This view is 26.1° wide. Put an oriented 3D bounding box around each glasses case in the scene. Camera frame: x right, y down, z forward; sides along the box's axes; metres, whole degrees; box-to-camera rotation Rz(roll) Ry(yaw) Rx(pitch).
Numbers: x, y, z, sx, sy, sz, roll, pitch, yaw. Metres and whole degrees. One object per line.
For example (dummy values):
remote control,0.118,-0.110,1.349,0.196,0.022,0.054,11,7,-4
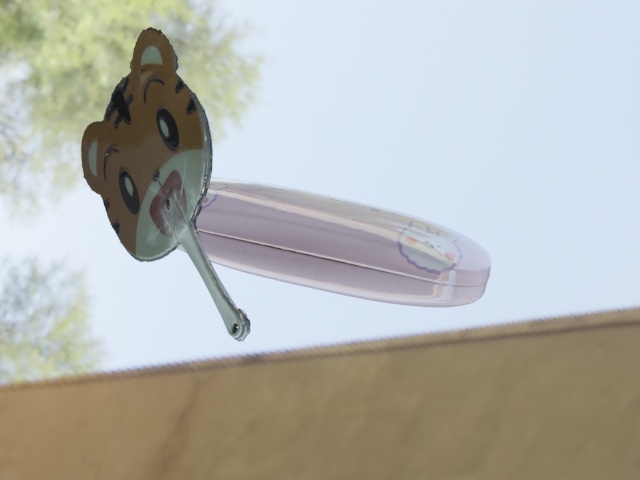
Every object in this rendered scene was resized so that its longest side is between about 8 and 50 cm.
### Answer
glasses case,0.000,0.000,1.193,0.113,0.296,0.075,-55,157,-75

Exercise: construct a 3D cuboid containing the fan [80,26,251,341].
fan,-0.101,-0.024,0.936,0.152,0.008,0.227,-53,-125,39
